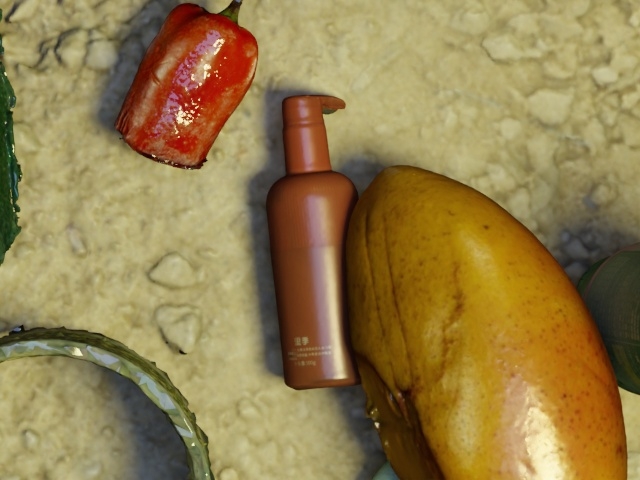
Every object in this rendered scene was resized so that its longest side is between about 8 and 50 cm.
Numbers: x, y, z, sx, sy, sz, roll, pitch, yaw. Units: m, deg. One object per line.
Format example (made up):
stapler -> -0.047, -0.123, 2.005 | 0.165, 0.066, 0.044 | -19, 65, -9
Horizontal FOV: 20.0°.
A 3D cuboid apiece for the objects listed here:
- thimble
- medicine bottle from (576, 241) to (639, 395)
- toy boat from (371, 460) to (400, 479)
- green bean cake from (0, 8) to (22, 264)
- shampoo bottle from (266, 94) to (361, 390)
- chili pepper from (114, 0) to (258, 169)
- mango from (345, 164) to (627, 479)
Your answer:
thimble -> -0.216, 0.207, 1.449 | 0.271, 0.150, 0.270 | 0, 89, -6
medicine bottle -> 0.287, 0.064, 1.439 | 0.133, 0.274, 0.133 | 0, 91, -11
toy boat -> 0.104, 0.276, 1.520 | 0.134, 0.079, 0.207 | -16, 93, -3
green bean cake -> -0.304, -0.091, 1.455 | 0.107, 0.193, 0.208 | -11, 115, 12
shampoo bottle -> -0.001, 0.000, 1.509 | 0.085, 0.085, 0.244 | -4, 88, -6
chili pepper -> -0.094, -0.153, 1.497 | 0.084, 0.086, 0.192 | 30, 96, 23
mango -> 0.127, 0.097, 1.454 | 0.199, 0.201, 0.350 | -21, 79, 11
